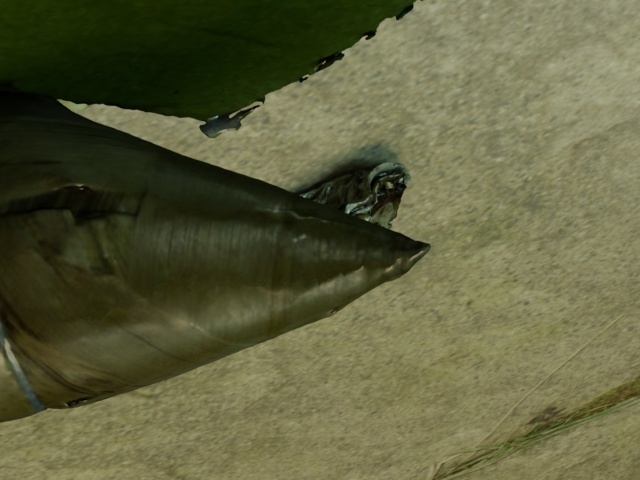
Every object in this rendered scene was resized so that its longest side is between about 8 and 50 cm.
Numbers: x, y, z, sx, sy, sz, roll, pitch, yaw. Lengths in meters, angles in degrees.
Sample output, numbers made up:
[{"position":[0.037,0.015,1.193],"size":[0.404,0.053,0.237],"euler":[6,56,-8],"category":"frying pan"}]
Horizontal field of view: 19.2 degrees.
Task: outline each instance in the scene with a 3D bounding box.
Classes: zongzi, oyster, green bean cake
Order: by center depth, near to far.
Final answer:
[{"position":[-0.076,-0.176,0.930],"size":[0.250,0.156,0.247],"euler":[9,151,-42],"category":"green bean cake"},{"position":[-0.112,-0.018,1.014],"size":[0.360,0.323,0.160],"euler":[-10,111,10],"category":"zongzi"},{"position":[0.000,0.000,1.440],"size":[0.177,0.064,0.125],"euler":[-41,164,14],"category":"oyster"}]
